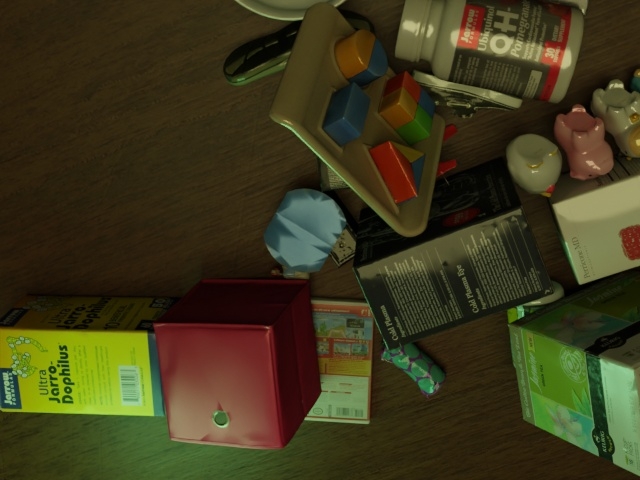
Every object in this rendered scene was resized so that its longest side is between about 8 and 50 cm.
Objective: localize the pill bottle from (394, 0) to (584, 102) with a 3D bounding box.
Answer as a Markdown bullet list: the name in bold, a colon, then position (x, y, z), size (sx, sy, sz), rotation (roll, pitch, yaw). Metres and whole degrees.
- **pill bottle**: position (0.304, -0.367, 1.730), size (0.318, 0.176, 0.176), rotation (12, 109, 4)

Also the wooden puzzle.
- **wooden puzzle**: position (0.092, -0.222, 1.640), size (0.348, 0.322, 0.080), rotation (38, 136, -25)

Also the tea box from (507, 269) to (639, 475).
- **tea box**: position (0.586, 0.230, 1.757), size (0.329, 0.323, 0.220), rotation (-20, 107, -26)

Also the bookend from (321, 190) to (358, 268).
- **bookend**: position (0.000, 0.000, 1.936), size (0.157, 0.072, 0.156), rotation (-32, 102, 15)

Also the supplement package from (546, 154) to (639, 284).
- **supplement package**: position (0.596, -0.063, 1.800), size (0.293, 0.175, 0.177), rotation (-20, 106, 12)

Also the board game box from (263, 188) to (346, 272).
- **board game box**: position (-0.030, -0.023, 1.877), size (0.133, 0.033, 0.168), rotation (30, 103, 2)

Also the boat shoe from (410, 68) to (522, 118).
- **boat shoe**: position (0.277, -0.274, 1.822), size (0.219, 0.078, 0.070), rotation (15, 108, 9)

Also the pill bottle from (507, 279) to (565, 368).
- **pill bottle**: position (0.446, 0.195, 1.929), size (0.117, 0.117, 0.215), rotation (-8, 107, 8)

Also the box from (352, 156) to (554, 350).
- **box**: position (0.240, 0.015, 1.773), size (0.312, 0.343, 0.179), rotation (-22, 106, 11)

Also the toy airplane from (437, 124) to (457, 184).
- **toy airplane**: position (0.210, -0.167, 1.844), size (0.151, 0.028, 0.151), rotation (-7, 66, 16)

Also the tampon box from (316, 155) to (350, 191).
- **tampon box**: position (0.046, -0.190, 1.844), size (0.101, 0.120, 0.161), rotation (-5, 107, 8)

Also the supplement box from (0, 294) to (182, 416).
- **supplement box**: position (-0.481, 0.239, 1.996), size (0.356, 0.194, 0.195), rotation (0, 108, 5)

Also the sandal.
- **sandal**: position (-0.038, -0.360, 1.818), size (0.303, 0.120, 0.086), rotation (-17, 133, 13)

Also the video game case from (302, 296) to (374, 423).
- **video game case**: position (0.011, 0.260, 2.043), size (0.204, 0.025, 0.285), rotation (3, 108, 5)

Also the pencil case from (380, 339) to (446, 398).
- **pencil case**: position (0.195, 0.262, 2.004), size (0.152, 0.064, 0.070), rotation (40, 91, -7)

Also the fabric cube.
- **fabric cube**: position (-0.160, 0.241, 1.915), size (0.254, 0.259, 0.258), rotation (1, 108, 17)

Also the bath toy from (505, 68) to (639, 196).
- **bath toy**: position (0.501, -0.178, 1.746), size (0.348, 0.151, 0.129), rotation (-27, 145, -12)

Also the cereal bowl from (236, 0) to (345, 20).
- **cereal bowl**: position (-0.049, -0.578, 1.719), size (0.339, 0.141, 0.339), rotation (1, 108, 5)

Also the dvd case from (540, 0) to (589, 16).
- **dvd case**: position (0.393, -0.509, 1.745), size (0.221, 0.018, 0.164), rotation (10, 109, 12)

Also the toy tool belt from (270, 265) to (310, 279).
- **toy tool belt**: position (-0.061, 0.053, 1.977), size (0.083, 0.052, 0.051), rotation (6, 77, 1)
